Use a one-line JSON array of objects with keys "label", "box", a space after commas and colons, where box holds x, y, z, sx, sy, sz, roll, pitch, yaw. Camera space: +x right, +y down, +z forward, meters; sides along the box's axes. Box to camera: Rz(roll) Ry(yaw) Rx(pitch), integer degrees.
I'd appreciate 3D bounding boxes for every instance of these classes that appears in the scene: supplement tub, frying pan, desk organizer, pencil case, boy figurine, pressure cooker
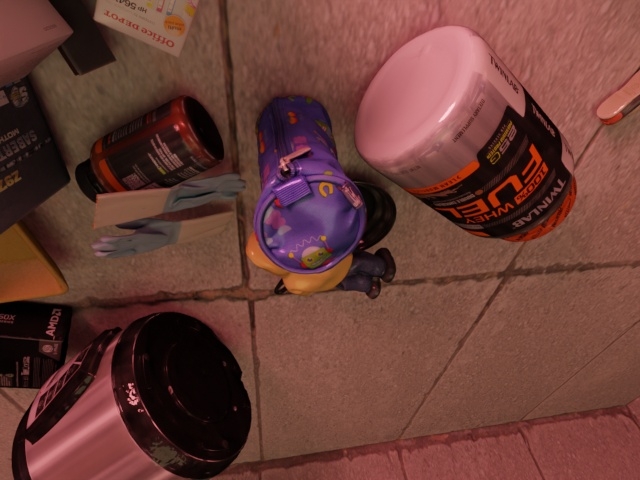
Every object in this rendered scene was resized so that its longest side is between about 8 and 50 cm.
[{"label": "supplement tub", "box": [0.232, -0.131, 0.605, 0.338, 0.207, 0.207, 25, 126, -34]}, {"label": "frying pan", "box": [0.029, 0.001, 0.812, 0.198, 0.053, 0.326, 5, 137, -16]}, {"label": "desk organizer", "box": [-0.296, -0.259, 0.455, 0.047, 0.050, 0.130, -37, 125, -22]}, {"label": "pencil case", "box": [-0.026, -0.093, 0.516, 0.120, 0.306, 0.133, -18, 126, 5]}, {"label": "boy figurine", "box": [-0.006, 0.046, 0.755, 0.285, 0.092, 0.177, 12, 131, -22]}, {"label": "supplement tub", "box": [-0.247, -0.120, 0.577, 0.198, 0.106, 0.106, -22, 137, 11]}, {"label": "pressure cooker", "box": [-0.413, 0.405, 0.871, 0.421, 0.375, 0.370, -35, 155, 13]}]

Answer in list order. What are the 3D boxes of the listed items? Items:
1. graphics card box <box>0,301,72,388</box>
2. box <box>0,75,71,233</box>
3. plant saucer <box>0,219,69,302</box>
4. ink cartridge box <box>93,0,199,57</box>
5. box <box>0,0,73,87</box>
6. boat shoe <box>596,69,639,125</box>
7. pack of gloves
[{"label": "graphics card box", "box": [-0.733, 0.210, 0.822, 0.371, 0.094, 0.232, 13, 131, -24]}, {"label": "box", "box": [-0.425, -0.089, 0.470, 0.059, 0.232, 0.183, 15, 133, 8]}, {"label": "plant saucer", "box": [-0.618, -0.022, 0.612, 0.333, 0.080, 0.332, -7, 137, -5]}, {"label": "ink cartridge box", "box": [-0.177, -0.281, 0.433, 0.092, 0.089, 0.143, 16, 130, -28]}, {"label": "box", "box": [-0.372, -0.215, 0.348, 0.119, 0.181, 0.181, -16, 124, 29]}, {"label": "boat shoe", "box": [0.536, -0.248, 0.670, 0.043, 0.049, 0.137, 20, 131, -35]}, {"label": "pack of gloves", "box": [-0.240, -0.049, 0.635, 0.232, 0.046, 0.195, -17, 161, -39]}]
